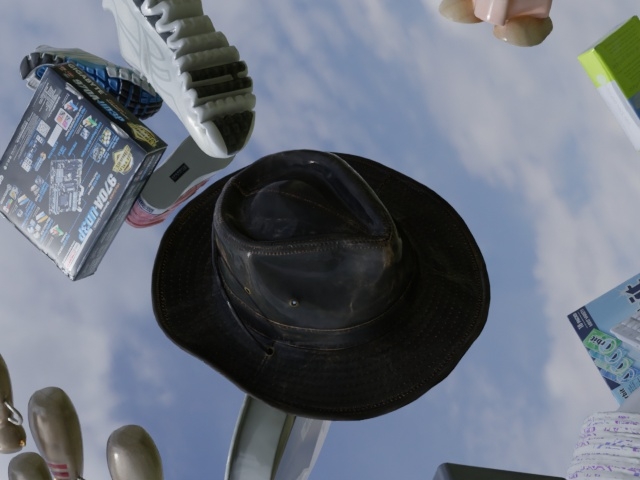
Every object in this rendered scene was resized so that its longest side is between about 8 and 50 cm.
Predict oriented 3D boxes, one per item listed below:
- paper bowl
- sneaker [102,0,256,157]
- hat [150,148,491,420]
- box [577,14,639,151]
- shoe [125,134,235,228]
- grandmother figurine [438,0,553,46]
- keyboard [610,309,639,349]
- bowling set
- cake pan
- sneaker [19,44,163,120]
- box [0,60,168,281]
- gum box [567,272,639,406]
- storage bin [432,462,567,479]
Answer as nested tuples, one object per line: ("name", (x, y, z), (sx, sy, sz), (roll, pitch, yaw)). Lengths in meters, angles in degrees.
("paper bowl", (0.421, 0.252, 1.776), (0.284, 0.284, 0.148), (39, -114, -48))
("sneaker", (-0.174, -0.219, 1.974), (0.110, 0.118, 0.292), (-9, -112, -46))
("hat", (0.000, 0.000, 1.517), (0.134, 0.331, 0.331), (88, 178, -50))
("box", (0.438, -0.207, 2.225), (0.109, 0.042, 0.178), (-38, -82, -35))
("shoe", (-0.185, -0.083, 2.119), (0.063, 0.081, 0.178), (48, -124, -2))
("grandmother figurine", (0.208, -0.364, 1.591), (0.104, 0.208, 0.342), (-43, -33, -49))
("keyboard", (0.312, 0.079, 1.308), (0.014, 0.072, 0.256), (55, 174, -14))
("bowling set", (-0.301, 0.246, 1.590), (0.200, 0.287, 0.154), (-34, -48, -34))
("cake pan", (-0.037, 0.215, 2.022), (0.293, 0.054, 0.293), (18, -90, -76))
("sneaker", (-0.297, -0.220, 2.149), (0.191, 0.071, 0.083), (20, -154, -9))
("box", (-0.312, -0.086, 2.040), (0.175, 0.220, 0.051), (41, -151, 14))
("gum box", (0.421, 0.105, 2.034), (0.041, 0.184, 0.157), (55, -173, -37))
("storage bin", (0.132, 0.214, 1.146), (0.135, 0.098, 0.091), (10, -152, -19))
